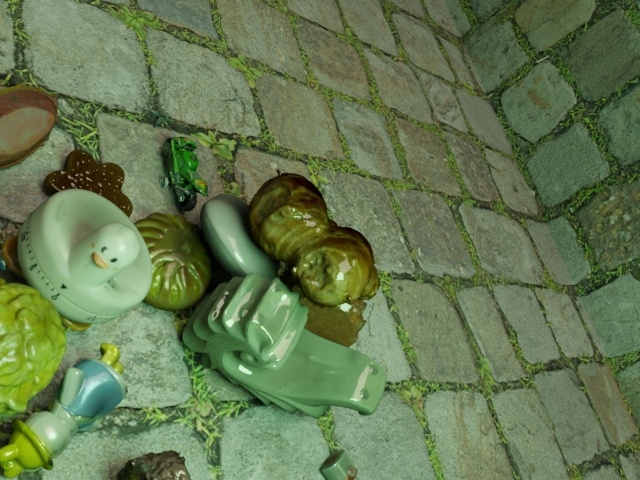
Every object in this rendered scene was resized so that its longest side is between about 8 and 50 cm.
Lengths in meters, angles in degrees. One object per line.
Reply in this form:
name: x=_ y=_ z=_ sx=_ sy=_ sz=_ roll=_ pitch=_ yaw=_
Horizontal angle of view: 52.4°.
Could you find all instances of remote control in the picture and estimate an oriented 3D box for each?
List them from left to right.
remote control: x=-0.167 y=0.000 z=1.389 sx=0.221 sy=0.103 sz=0.332 roll=53 pitch=5 yaw=-7

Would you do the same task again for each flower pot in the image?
flower pot: x=-0.071 y=0.225 z=1.267 sx=0.367 sy=0.254 sz=0.164 roll=41 pitch=52 yaw=-20

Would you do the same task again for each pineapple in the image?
pineapple: x=0.000 y=0.094 z=1.513 sx=0.223 sy=0.223 sz=0.357 roll=38 pitch=30 yaw=-20

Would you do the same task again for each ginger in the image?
ginger: x=-0.007 y=-0.009 z=1.282 sx=0.357 sy=0.152 sz=0.274 roll=48 pitch=20 yaw=25

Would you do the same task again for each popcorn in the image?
popcorn: x=-0.493 y=0.144 z=0.946 sx=0.237 sy=0.206 sz=0.251 roll=-2 pitch=31 yaw=-32

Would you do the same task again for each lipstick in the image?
lipstick: x=0.078 y=0.534 z=1.362 sx=0.186 sy=0.057 sz=0.063 roll=56 pitch=37 yaw=-3

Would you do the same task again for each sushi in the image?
sushi: x=-0.264 y=0.445 z=1.012 sx=0.107 sy=0.241 sz=0.161 roll=2 pitch=18 yaw=-34

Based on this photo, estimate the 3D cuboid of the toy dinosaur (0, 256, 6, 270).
toy dinosaur: x=-0.614 y=0.006 z=1.024 sx=0.188 sy=0.075 sz=0.248 roll=-13 pitch=77 yaw=-40

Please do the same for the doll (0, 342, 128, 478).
doll: x=-0.392 y=0.266 z=1.012 sx=0.099 sy=0.135 sz=0.241 roll=46 pitch=48 yaw=-1

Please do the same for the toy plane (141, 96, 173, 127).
toy plane: x=-0.381 y=-0.298 z=1.537 sx=0.084 sy=0.024 sz=0.078 roll=16 pitch=70 yaw=-39

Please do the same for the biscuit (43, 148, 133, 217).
biscuit: x=-0.454 y=-0.069 z=1.269 sx=0.180 sy=0.039 sz=0.236 roll=26 pitch=46 yaw=-35

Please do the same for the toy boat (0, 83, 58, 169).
toy boat: x=-0.582 y=-0.207 z=1.199 sx=0.318 sy=0.099 sz=0.141 roll=-50 pitch=142 yaw=-52

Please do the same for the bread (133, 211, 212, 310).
bread: x=-0.300 y=0.035 z=1.304 sx=0.213 sy=0.105 sz=0.213 roll=24 pitch=47 yaw=-29

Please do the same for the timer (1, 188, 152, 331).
timer: x=-0.375 y=0.017 z=1.090 sx=0.233 sy=0.240 sz=0.233 roll=48 pitch=22 yaw=-27

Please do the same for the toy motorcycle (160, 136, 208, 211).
toy motorcycle: x=-0.303 y=-0.161 z=1.446 sx=0.074 sy=0.106 sz=0.190 roll=1 pitch=60 yaw=-46
